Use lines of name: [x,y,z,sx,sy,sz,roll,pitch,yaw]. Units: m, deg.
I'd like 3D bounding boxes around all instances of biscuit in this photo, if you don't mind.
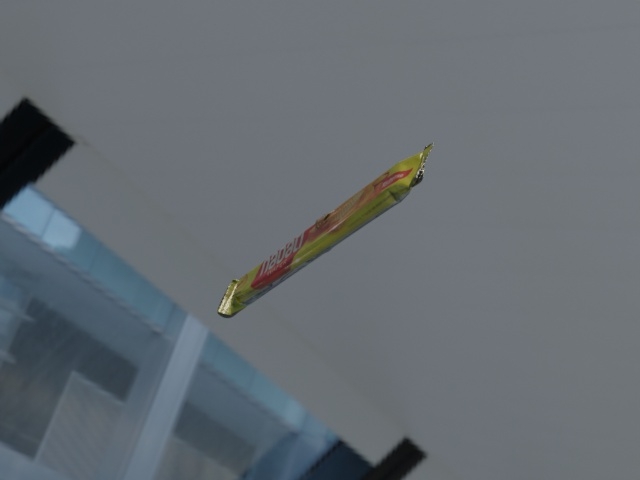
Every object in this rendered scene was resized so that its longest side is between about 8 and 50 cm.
biscuit: [0.000,0.000,1.016,0.026,0.048,0.292,35,-42,-19]
